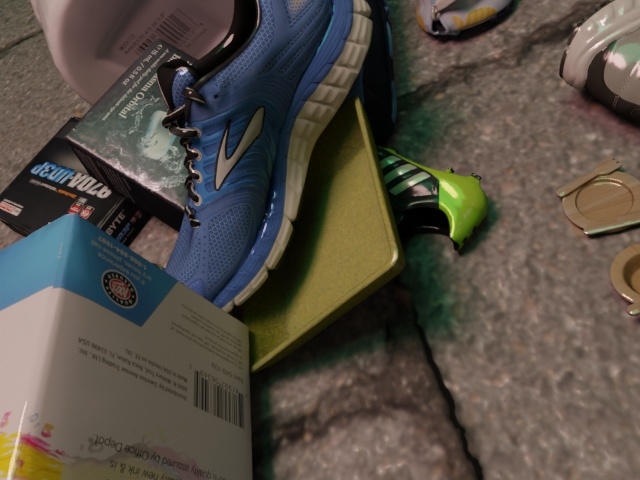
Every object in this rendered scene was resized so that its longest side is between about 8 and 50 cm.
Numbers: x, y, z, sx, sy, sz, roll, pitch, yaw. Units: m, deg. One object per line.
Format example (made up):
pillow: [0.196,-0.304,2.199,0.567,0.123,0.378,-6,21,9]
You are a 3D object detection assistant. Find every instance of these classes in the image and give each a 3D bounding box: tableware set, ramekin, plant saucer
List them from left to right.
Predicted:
ramekin: [-0.202,-0.275,0.706,0.277,0.277,0.135,-28,57,5]
plant saucer: [0.000,0.000,0.506,0.188,0.045,0.188,-41,40,34]
tableware set: [0.274,-0.013,0.439,0.141,0.020,0.168,-18,50,12]

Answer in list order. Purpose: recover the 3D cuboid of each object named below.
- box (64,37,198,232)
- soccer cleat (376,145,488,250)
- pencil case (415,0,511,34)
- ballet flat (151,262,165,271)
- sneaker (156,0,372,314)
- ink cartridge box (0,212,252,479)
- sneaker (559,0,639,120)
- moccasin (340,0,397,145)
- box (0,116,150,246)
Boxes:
box: [-0.155,-0.109,0.633,0.158,0.093,0.156,31,71,8]
soccer cleat: [0.066,-0.045,0.539,0.179,0.060,0.072,22,69,33]
pencil case: [0.124,-0.359,0.608,0.124,0.273,0.113,-41,42,-16]
ballet flat: [-0.245,0.051,0.607,0.188,0.070,0.070,-10,52,21]
sneaker: [-0.087,-0.085,0.502,0.130,0.147,0.330,30,100,57]
ink cartridge box: [-0.178,0.168,0.389,0.197,0.198,0.270,-25,48,20]
sneaker: [0.349,-0.197,0.502,0.271,0.100,0.108,-35,62,3]
moccasin: [0.017,-0.245,0.680,0.138,0.117,0.342,-19,53,28]
box: [-0.298,-0.067,0.737,0.220,0.051,0.175,18,65,34]
